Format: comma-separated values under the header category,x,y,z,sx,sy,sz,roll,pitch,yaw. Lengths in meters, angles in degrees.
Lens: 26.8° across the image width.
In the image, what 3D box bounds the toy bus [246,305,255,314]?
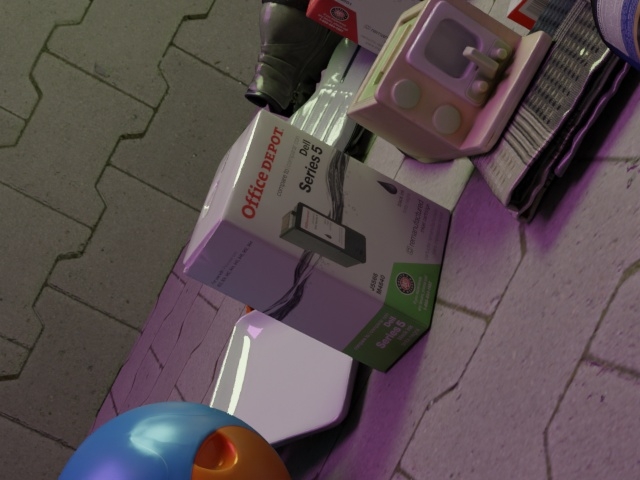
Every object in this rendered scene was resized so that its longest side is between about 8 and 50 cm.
category,x,y,z,sx,sy,sz,roll,pitch,yaw
toy bus,-0.070,0.033,1.945,0.220,0.211,0.149,-60,14,15

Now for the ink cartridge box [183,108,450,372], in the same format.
category,x,y,z,sx,sy,sz,roll,pitch,yaw
ink cartridge box,0.000,0.000,1.584,0.115,0.273,0.198,-50,18,45

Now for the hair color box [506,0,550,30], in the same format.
category,x,y,z,sx,sy,sz,roll,pitch,yaw
hair color box,0.289,-0.348,1.667,0.093,0.053,0.167,-47,18,52

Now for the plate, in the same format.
category,x,y,z,sx,sy,sz,roll,pitch,yaw
plate,-0.036,0.171,1.751,0.278,0.045,0.277,-27,34,36

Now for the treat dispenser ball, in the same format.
category,x,y,z,sx,sy,sz,roll,pitch,yaw
treat dispenser ball,-0.164,0.327,1.522,0.288,0.288,0.288,-57,14,22

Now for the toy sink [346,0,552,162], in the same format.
category,x,y,z,sx,sy,sz,roll,pitch,yaw
toy sink,0.137,-0.190,1.543,0.153,0.131,0.234,-61,12,-6

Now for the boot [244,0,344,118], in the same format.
category,x,y,z,sx,sy,sz,roll,pitch,yaw
boot,-0.007,-0.309,2.345,0.118,0.338,0.223,11,93,42

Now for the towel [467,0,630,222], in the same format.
category,x,y,z,sx,sy,sz,roll,pitch,yaw
towel,0.268,-0.184,1.449,0.312,0.056,0.324,-57,11,13

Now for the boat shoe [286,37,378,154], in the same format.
category,x,y,z,sx,sy,sz,roll,pitch,yaw
boat shoe,0.032,-0.194,2.260,0.121,0.119,0.335,18,66,34

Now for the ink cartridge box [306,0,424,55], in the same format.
category,x,y,z,sx,sy,sz,roll,pitch,yaw
ink cartridge box,0.129,-0.431,2.142,0.273,0.197,0.114,-49,20,48

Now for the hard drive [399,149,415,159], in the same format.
category,x,y,z,sx,sy,sz,roll,pitch,yaw
hard drive,0.159,-0.195,1.858,0.172,0.054,0.254,-62,13,1

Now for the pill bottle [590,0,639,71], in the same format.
category,x,y,z,sx,sy,sz,roll,pitch,yaw
pill bottle,0.302,-0.198,1.143,0.123,0.123,0.219,-59,13,14
